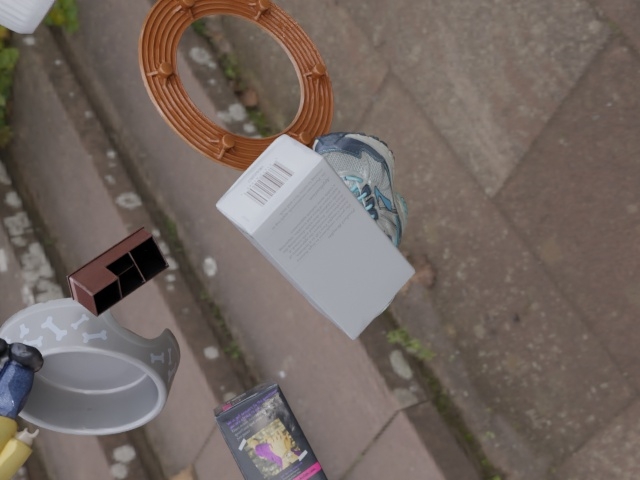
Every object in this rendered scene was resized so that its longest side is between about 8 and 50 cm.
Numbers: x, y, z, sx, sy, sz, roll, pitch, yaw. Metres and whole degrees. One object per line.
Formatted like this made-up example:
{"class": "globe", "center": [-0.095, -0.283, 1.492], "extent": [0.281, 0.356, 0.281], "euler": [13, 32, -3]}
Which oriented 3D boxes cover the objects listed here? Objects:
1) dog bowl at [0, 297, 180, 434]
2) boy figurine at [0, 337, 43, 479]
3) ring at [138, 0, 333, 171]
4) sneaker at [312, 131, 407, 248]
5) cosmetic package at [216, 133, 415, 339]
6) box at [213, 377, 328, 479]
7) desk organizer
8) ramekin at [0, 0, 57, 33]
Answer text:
{"class": "dog bowl", "center": [-0.441, 0.252, 1.858], "extent": [0.348, 0.349, 0.102], "euler": [120, 155, -45]}
{"class": "boy figurine", "center": [-0.486, 0.273, 1.346], "extent": [0.092, 0.177, 0.285], "euler": [119, 170, -59]}
{"class": "ring", "center": [-0.119, -0.261, 1.522], "extent": [0.032, 0.337, 0.336], "euler": [-33, 72, 51]}
{"class": "sneaker", "center": [0.067, -0.054, 1.476], "extent": [0.110, 0.283, 0.122], "euler": [-6, 56, 23]}
{"class": "cosmetic package", "center": [0.000, 0.000, 1.111], "extent": [0.085, 0.117, 0.231], "euler": [37, 170, 46]}
{"class": "box", "center": [-0.091, 0.426, 1.933], "extent": [0.270, 0.143, 0.165], "euler": [63, 171, 1]}
{"class": "desk organizer", "center": [-0.266, 0.041, 1.301], "extent": [0.050, 0.130, 0.047], "euler": [32, 142, 28]}
{"class": "ramekin", "center": [-0.420, -0.430, 1.455], "extent": [0.273, 0.127, 0.273], "euler": [-45, 21, 23]}
